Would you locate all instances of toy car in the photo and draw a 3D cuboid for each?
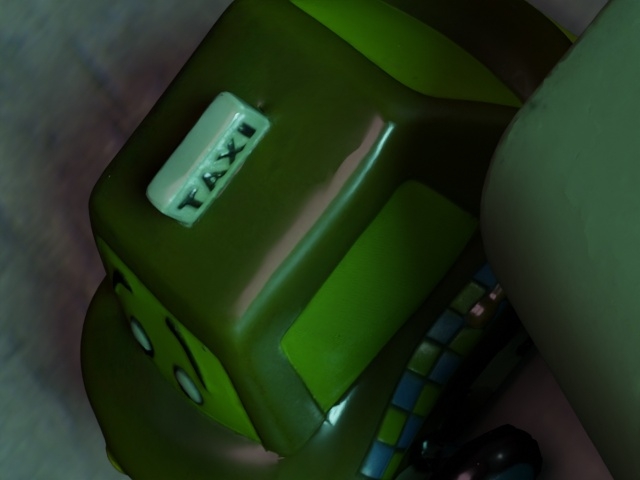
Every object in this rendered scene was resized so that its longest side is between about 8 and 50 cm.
[{"bbox_3d":[0.000,0.000,0.621,0.204,0.198,0.248,43,100,34],"label":"toy car"}]

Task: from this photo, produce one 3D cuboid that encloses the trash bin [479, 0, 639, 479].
[{"bbox_3d":[0.160,0.000,0.319,0.243,0.121,0.247,-51,35,19],"label":"trash bin"}]
